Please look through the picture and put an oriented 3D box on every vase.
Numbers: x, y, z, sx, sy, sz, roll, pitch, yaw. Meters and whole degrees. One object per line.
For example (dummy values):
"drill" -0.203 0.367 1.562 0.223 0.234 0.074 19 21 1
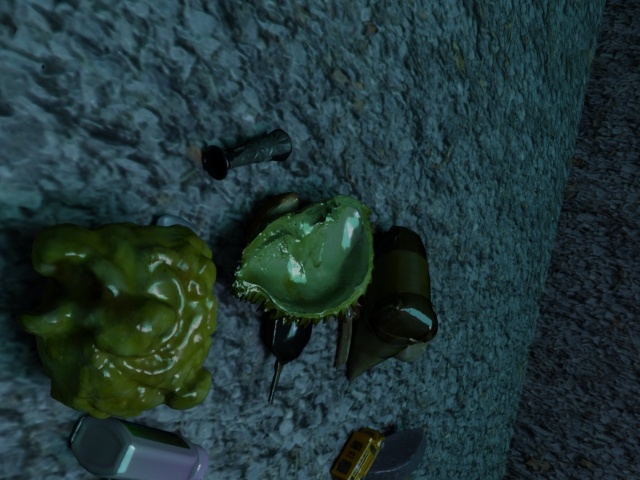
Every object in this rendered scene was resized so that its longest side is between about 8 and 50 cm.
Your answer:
"vase" -0.121 -0.148 1.015 0.167 0.059 0.059 -26 120 -49

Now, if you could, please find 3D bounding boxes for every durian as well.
"durian" -0.014 0.041 1.095 0.394 0.163 0.198 -16 133 -47

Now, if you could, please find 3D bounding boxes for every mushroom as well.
"mushroom" 0.059 0.213 1.374 0.060 0.061 0.187 -21 121 -46

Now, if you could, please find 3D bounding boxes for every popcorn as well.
"popcorn" -0.250 0.103 0.761 0.241 0.235 0.250 -2 86 -24

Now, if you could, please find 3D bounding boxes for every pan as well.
"pan" -0.085 0.199 1.172 0.202 0.048 0.128 -55 137 -32

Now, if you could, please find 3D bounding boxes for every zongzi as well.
"zongzi" 0.142 0.153 1.453 0.154 0.317 0.290 25 42 -18

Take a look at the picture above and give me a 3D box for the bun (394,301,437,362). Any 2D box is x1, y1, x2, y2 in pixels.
"bun" 0.225 0.225 1.561 0.173 0.113 0.167 -17 120 -53

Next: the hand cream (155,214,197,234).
"hand cream" -0.250 0.087 0.914 0.079 0.048 0.255 29 72 -56

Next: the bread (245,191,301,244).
"bread" -0.087 -0.026 1.110 0.129 0.044 0.126 -44 145 -38

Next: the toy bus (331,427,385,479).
"toy bus" 0.096 0.539 1.505 0.162 0.069 0.074 -52 135 -31

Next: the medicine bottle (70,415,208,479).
"medicine bottle" -0.258 0.326 0.908 0.219 0.115 0.078 43 64 -51

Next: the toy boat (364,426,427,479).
"toy boat" 0.183 0.667 1.640 0.276 0.111 0.294 -2 111 -47
